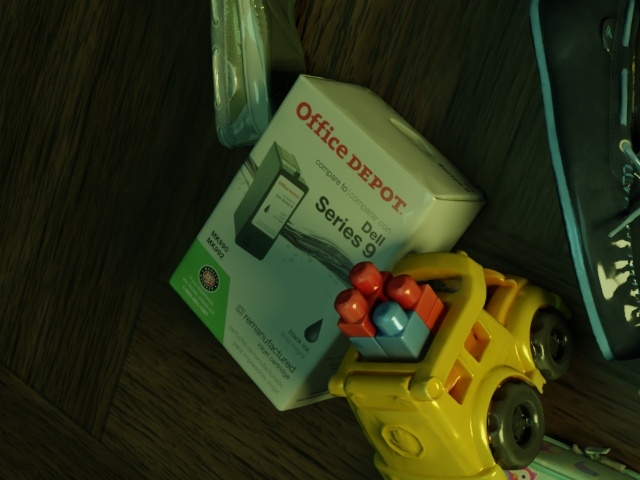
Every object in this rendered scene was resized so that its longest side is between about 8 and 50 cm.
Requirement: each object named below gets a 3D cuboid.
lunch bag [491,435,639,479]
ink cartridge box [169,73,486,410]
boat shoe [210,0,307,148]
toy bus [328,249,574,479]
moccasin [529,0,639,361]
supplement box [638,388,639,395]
[{"bbox_3d":[0.209,0.321,0.895,0.224,0.108,0.279,20,102,35],"label":"lunch bag"},{"bbox_3d":[0.000,0.000,1.024,0.211,0.122,0.289,45,114,25],"label":"ink cartridge box"},{"bbox_3d":[-0.087,-0.265,1.086,0.103,0.118,0.320,-6,95,31],"label":"boat shoe"},{"bbox_3d":[0.104,0.083,0.856,0.149,0.220,0.211,-7,129,44],"label":"toy bus"},{"bbox_3d":[0.260,-0.070,0.832,0.117,0.138,0.341,-10,84,15],"label":"moccasin"},{"bbox_3d":[0.374,0.057,0.758,0.073,0.130,0.239,48,117,24],"label":"supplement box"}]
